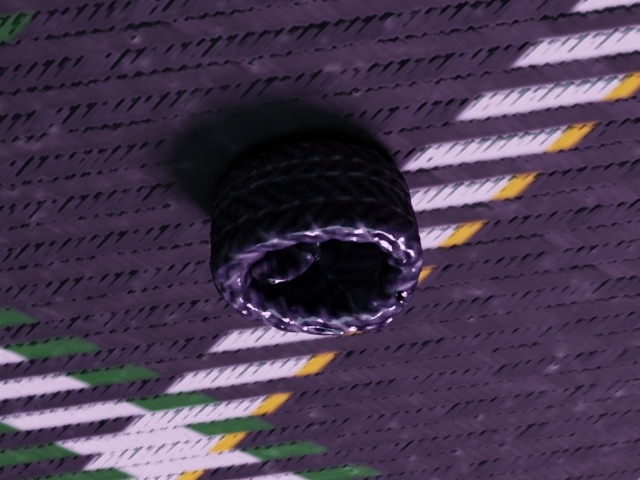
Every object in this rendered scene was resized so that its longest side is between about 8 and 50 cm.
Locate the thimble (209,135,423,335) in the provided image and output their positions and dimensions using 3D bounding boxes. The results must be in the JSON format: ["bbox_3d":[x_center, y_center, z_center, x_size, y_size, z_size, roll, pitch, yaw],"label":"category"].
[{"bbox_3d":[-0.002,-0.001,0.900,0.104,0.066,0.095,17,132,-22],"label":"thimble"}]
